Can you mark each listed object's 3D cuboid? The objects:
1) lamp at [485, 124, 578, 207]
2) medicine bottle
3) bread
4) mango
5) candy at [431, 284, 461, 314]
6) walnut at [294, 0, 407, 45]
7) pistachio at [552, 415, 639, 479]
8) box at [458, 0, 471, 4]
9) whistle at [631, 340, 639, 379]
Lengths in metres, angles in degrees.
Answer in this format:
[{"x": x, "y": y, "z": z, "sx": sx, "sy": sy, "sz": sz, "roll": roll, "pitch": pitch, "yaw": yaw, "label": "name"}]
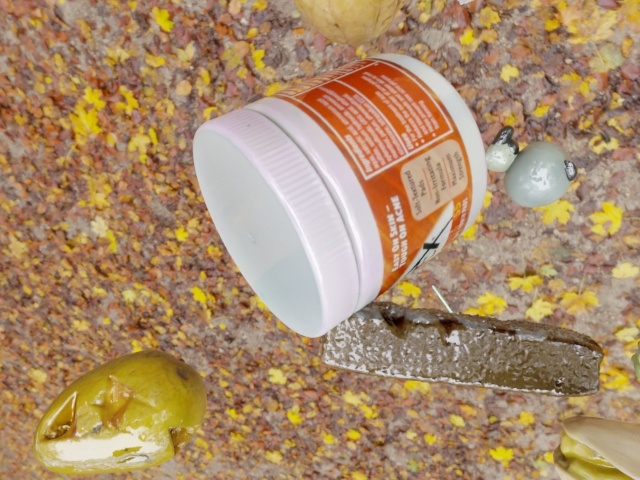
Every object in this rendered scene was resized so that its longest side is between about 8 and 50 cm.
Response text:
[{"x": 0.587, "y": -0.204, "z": 1.215, "sx": 0.243, "sy": 0.197, "sz": 0.198, "roll": 38, "pitch": 127, "yaw": 16, "label": "lamp"}, {"x": 0.020, "y": -0.057, "z": 0.495, "sx": 0.252, "sy": 0.240, "sz": 0.253, "roll": 44, "pitch": 152, "yaw": 31, "label": "medicine bottle"}, {"x": 0.208, "y": 0.166, "z": 0.687, "sx": 0.415, "sy": 0.165, "sz": 0.113, "roll": 7, "pitch": 87, "yaw": 0, "label": "bread"}, {"x": -0.439, "y": 0.390, "z": 0.955, "sx": 0.364, "sy": 0.253, "sz": 0.182, "roll": -19, "pitch": 151, "yaw": -11, "label": "mango"}, {"x": 0.327, "y": 0.189, "z": 1.035, "sx": 0.060, "sy": 0.060, "sz": 0.201, "roll": -32, "pitch": 95, "yaw": 31, "label": "candy"}, {"x": 0.032, "y": -0.284, "z": 0.440, "sx": 0.144, "sy": 0.180, "sz": 0.144, "roll": 0, "pitch": 92, "yaw": 7, "label": "walnut"}, {"x": 0.366, "y": 0.262, "z": 0.468, "sx": 0.200, "sy": 0.145, "sz": 0.117, "roll": 7, "pitch": 96, "yaw": 23, "label": "pistachio"}, {"x": 0.210, "y": -0.505, "z": 0.559, "sx": 0.203, "sy": 0.116, "sz": 0.274, "roll": -41, "pitch": 107, "yaw": 7, "label": "box"}, {"x": 0.608, "y": 0.204, "z": 0.743, "sx": 0.085, "sy": 0.105, "sz": 0.227, "roll": -39, "pitch": 136, "yaw": -6, "label": "whistle"}]
